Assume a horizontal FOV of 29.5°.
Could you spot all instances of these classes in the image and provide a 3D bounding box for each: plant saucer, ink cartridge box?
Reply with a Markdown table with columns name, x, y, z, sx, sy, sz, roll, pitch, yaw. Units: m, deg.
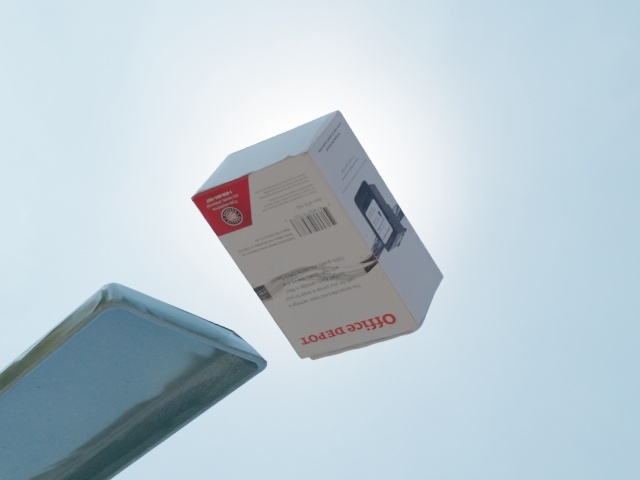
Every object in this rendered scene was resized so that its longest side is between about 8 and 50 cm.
| name | x | y | z | sx | sy | sz | roll | pitch | yaw |
| --- | --- | --- | --- | --- | --- | --- | --- | --- | --- |
| plant saucer | -0.107 | 0.076 | 0.419 | 0.192 | 0.067 | 0.018 | -38 | -133 | 26 |
| ink cartridge box | 0.000 | 0.000 | 0.851 | 0.109 | 0.063 | 0.150 | -18 | -65 | 36 |
